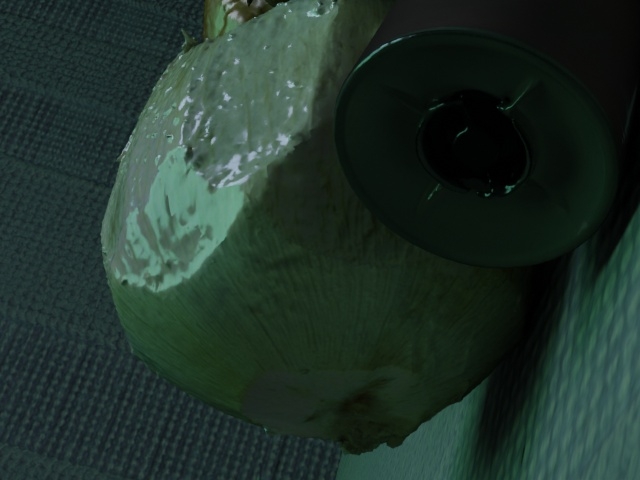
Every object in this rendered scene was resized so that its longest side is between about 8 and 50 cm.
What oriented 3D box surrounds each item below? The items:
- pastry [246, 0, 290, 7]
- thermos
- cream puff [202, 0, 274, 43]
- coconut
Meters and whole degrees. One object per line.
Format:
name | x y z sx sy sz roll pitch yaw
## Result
pastry | 0.071 -0.268 0.869 0.330 0.329 0.136 105 154 -51
thermos | 0.118 -0.134 0.736 0.176 0.146 0.265 88 -159 -45
cream puff | 0.018 -0.144 1.163 0.327 0.231 0.343 -96 3 -63
coconut | 0.000 0.000 0.885 0.297 0.297 0.255 105 175 -57
